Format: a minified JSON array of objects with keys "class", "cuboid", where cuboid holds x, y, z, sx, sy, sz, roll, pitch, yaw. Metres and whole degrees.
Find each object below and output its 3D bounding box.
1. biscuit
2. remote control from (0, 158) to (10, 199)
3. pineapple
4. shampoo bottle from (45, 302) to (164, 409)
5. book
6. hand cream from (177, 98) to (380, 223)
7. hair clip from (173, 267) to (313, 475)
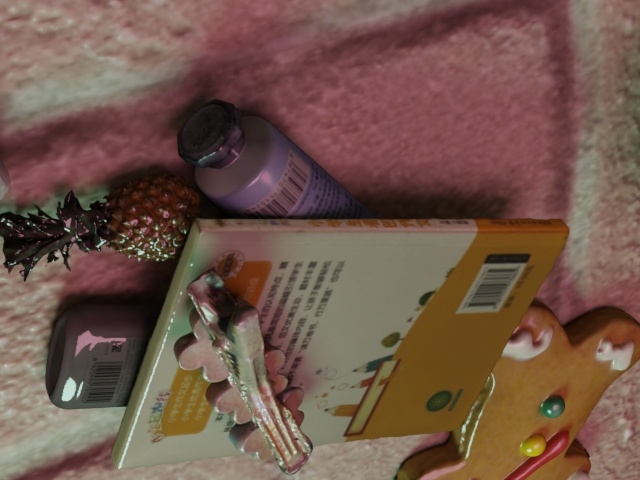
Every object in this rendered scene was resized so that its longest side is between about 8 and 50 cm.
[{"class":"biscuit","cuboid":[0.170,0.202,1.001,0.216,0.047,0.339,7,119,-32]},{"class":"remote control","cuboid":[-0.297,0.003,0.606,0.261,0.029,0.067,-27,132,-7]},{"class":"pineapple","cuboid":[-0.135,-0.008,0.668,0.124,0.058,0.058,-9,127,-23]},{"class":"shampoo bottle","cuboid":[-0.098,0.077,0.761,0.165,0.040,0.080,1,122,-30]},{"class":"book","cuboid":[0.019,0.069,0.779,0.295,0.020,0.208,0,130,-33]},{"class":"hand cream","cuboid":[0.000,0.000,0.754,0.091,0.058,0.271,-49,136,-1]},{"class":"hair clip","cuboid":[-0.047,0.085,0.705,0.062,0.056,0.214,-40,150,-17]}]
